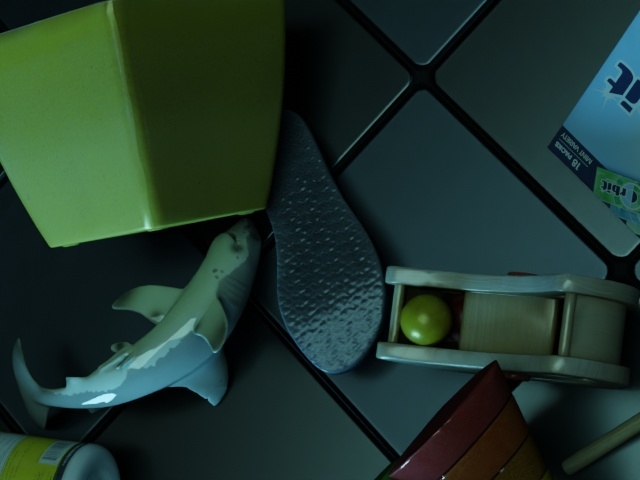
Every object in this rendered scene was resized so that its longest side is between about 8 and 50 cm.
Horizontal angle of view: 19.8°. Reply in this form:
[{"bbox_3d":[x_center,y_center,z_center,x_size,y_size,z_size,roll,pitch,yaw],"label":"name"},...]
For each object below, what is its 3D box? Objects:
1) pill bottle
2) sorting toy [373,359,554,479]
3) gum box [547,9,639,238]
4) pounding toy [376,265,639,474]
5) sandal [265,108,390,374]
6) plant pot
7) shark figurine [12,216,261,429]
[{"bbox_3d":[-0.281,0.225,1.651,0.184,0.103,0.103,4,83,23],"label":"pill bottle"},{"bbox_3d":[0.075,0.247,1.457,0.126,0.127,0.365,41,129,3],"label":"sorting toy"},{"bbox_3d":[0.287,-0.092,1.460,0.157,0.041,0.184,47,129,21],"label":"gum box"},{"bbox_3d":[0.174,0.105,1.458,0.269,0.154,0.155,5,83,23],"label":"pounding toy"},{"bbox_3d":[0.001,-0.001,1.607,0.097,0.054,0.254,-22,65,10],"label":"sandal"},{"bbox_3d":[-0.156,-0.100,1.584,0.212,0.212,0.187,-9,92,42],"label":"plant pot"},{"bbox_3d":[-0.145,0.115,1.621,0.278,0.116,0.166,-33,37,6],"label":"shark figurine"}]
